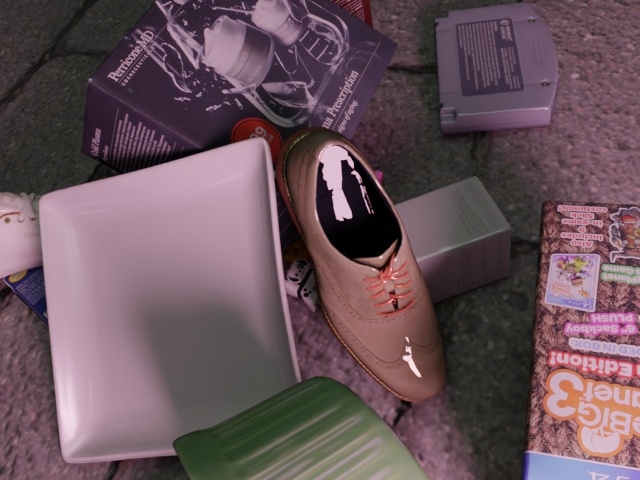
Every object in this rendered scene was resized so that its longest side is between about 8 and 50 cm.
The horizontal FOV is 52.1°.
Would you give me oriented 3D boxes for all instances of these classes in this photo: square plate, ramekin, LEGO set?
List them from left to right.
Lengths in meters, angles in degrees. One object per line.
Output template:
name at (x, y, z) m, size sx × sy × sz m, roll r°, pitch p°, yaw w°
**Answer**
square plate at (-0.185, 0.081, 0.794) m, size 0.343 × 0.049 × 0.348 m, roll -11°, pitch 83°, yaw 22°
LEGO set at (0.000, 0.000, 0.914) m, size 0.093 × 0.087 × 0.227 m, roll 20°, pitch 60°, yaw 16°
ramekin at (0.011, 0.267, 0.563) m, size 0.148 × 0.304 × 0.303 m, roll -29°, pitch 50°, yaw -19°

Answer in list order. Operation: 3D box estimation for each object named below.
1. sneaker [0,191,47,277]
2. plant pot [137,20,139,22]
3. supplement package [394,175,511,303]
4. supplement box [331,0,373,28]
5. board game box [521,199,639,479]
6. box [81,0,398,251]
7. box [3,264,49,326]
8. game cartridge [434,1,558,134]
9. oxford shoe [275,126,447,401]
sneaker at (-0.427, -0.030, 0.982) m, size 0.289 × 0.123 × 0.106 m, roll -22°, pitch 46°, yaw -5°
plant pot at (-0.189, -0.285, 1.151) m, size 0.165 × 0.166 × 0.234 m, roll -25°, pitch 57°, yaw -6°
supplement package at (0.144, 0.011, 0.858) m, size 0.179 × 0.105 × 0.105 m, roll -19°, pitch 50°, yaw -3°
supplement box at (-0.021, -0.377, 1.157) m, size 0.191 × 0.194 × 0.129 m, roll -38°, pitch 52°, yaw -17°
board game box at (0.274, 0.146, 0.631) m, size 0.141 × 0.232 × 0.291 m, roll 4°, pitch 52°, yaw 19°
box at (-0.107, -0.204, 0.930) m, size 0.312 × 0.179 × 0.343 m, roll 30°, pitch 59°, yaw -7°
box at (-0.364, 0.071, 0.982) m, size 0.225 × 0.037 × 0.136 m, roll 31°, pitch 64°, yaw 33°
game cartridge at (0.294, -0.295, 1.105) m, size 0.195 × 0.060 × 0.294 m, roll -6°, pitch 51°, yaw 14°
oxford shoe at (0.054, 0.044, 0.712) m, size 0.122 × 0.348 × 0.130 m, roll -31°, pitch 14°, yaw -6°
